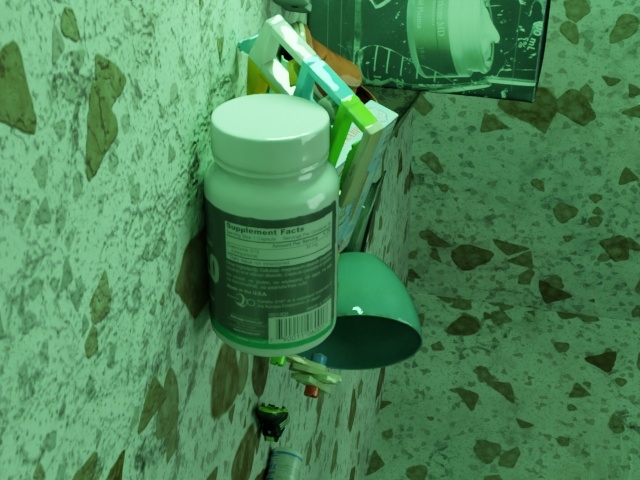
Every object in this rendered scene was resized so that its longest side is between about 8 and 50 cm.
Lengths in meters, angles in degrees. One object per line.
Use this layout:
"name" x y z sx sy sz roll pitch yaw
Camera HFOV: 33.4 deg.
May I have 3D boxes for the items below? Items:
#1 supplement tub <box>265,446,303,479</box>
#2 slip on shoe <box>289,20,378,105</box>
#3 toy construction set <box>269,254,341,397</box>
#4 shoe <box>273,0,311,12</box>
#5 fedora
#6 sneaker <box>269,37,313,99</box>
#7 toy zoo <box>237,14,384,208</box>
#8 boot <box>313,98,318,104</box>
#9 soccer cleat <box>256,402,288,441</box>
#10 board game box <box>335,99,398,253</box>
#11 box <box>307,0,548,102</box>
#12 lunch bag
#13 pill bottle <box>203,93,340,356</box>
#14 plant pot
"supplement tub" -0.080 0.501 2.274 0.071 0.071 0.107 80 20 -57
"slip on shoe" 0.025 -0.320 2.063 0.331 0.101 0.123 47 27 -55
"toy construction set" -0.039 0.142 2.100 0.215 0.151 0.328 68 20 -69
"shoe" -0.044 -0.453 1.881 0.178 0.063 0.081 -35 130 -83
"fedora" 0.058 -0.049 2.491 0.275 0.124 0.244 100 8 -45
"sneaker" -0.061 -0.229 1.832 0.151 0.094 0.256 87 5 -62
"toy zoo" -0.029 -0.209 1.634 0.030 0.293 0.192 -31 159 -29
"boot" -0.021 -0.168 2.162 0.263 0.091 0.229 -70 159 -63
"soccer cleat" -0.095 0.367 2.145 0.179 0.060 0.072 66 34 -75
"board game box" -0.003 -0.053 1.893 0.318 0.066 0.319 -43 159 -50
"box" 0.231 -0.566 2.141 0.297 0.471 0.480 -66 160 -57
"lunch bag" 0.170 -0.394 2.531 0.287 0.169 0.235 -54 -172 35
"pill bottle" -0.073 -0.023 1.613 0.204 0.204 0.361 -65 159 -58
"plant pot" 0.076 0.141 2.362 0.290 0.290 0.195 78 10 -60
